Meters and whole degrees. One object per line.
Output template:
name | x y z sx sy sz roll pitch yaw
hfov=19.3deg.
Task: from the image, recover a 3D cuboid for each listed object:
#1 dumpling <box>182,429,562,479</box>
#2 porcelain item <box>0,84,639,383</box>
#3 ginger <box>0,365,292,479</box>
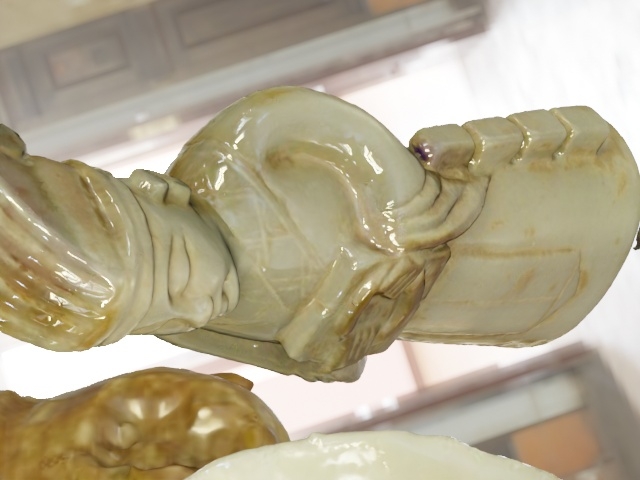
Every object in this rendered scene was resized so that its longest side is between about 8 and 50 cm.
dumpling | 0.017 0.133 0.400 0.092 0.150 0.176 27 -119 -61
porcelain item | 0.000 0.000 0.447 0.054 0.084 0.213 44 -153 28
ginger | -0.176 0.164 0.836 0.274 0.357 0.152 96 173 -47
